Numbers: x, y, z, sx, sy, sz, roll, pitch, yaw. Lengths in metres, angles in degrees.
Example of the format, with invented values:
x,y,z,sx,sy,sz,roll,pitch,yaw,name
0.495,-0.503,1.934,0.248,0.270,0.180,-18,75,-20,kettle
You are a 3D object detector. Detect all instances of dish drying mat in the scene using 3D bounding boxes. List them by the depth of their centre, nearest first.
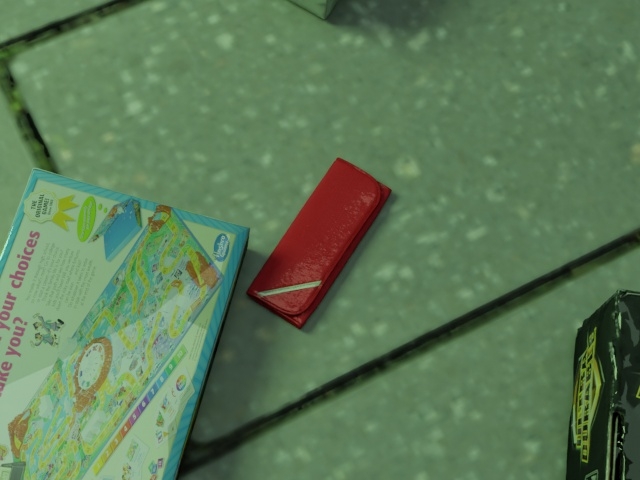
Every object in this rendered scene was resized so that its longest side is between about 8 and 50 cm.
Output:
x,y,z,sx,sy,sz,roll,pitch,yaw,name
0.000,0.000,0.583,0.032,0.008,0.083,31,69,7,dish drying mat

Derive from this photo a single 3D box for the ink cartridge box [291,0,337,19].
x,y,z,sx,sy,sz,roll,pitch,yaw,name
-0.026,-0.181,0.625,0.122,0.052,0.088,29,70,6,ink cartridge box

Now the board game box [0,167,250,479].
x,y,z,sx,sy,sz,roll,pitch,yaw,name
-0.101,0.053,0.542,0.103,0.026,0.154,16,69,0,board game box

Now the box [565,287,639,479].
x,y,z,sx,sy,sz,roll,pitch,yaw,name
0.246,0.185,0.507,0.295,0.073,0.293,8,68,-3,box
